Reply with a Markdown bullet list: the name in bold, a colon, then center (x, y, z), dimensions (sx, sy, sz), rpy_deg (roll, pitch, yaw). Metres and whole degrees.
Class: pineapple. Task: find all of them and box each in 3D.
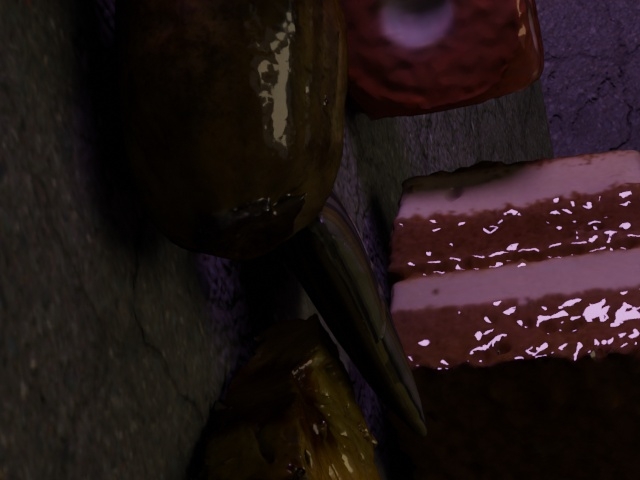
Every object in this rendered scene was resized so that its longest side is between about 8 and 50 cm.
- **pineapple**: center (-0.009, 0.147, 0.895), dimensions (0.233, 0.079, 0.135), rpy_deg (-66, 142, -68)

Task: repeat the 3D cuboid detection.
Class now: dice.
- **dice**: center (0.102, -0.211, 1.342), dimensions (0.179, 0.174, 0.174), rpy_deg (-51, 128, -74)

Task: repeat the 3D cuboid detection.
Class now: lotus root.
- **lotus root**: center (-0.052, -0.114, 0.829), dimensions (0.145, 0.128, 0.260), rpy_deg (56, 26, -66)

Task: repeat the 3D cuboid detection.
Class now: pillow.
- **pillow**: center (0.000, 0.000, 0.983), dimensions (0.212, 0.052, 0.208), rpy_deg (59, -2, 46)

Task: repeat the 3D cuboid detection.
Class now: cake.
- **cake**: center (0.196, 0.098, 1.301), dimensions (0.290, 0.282, 0.256), rpy_deg (-86, 165, -52)
